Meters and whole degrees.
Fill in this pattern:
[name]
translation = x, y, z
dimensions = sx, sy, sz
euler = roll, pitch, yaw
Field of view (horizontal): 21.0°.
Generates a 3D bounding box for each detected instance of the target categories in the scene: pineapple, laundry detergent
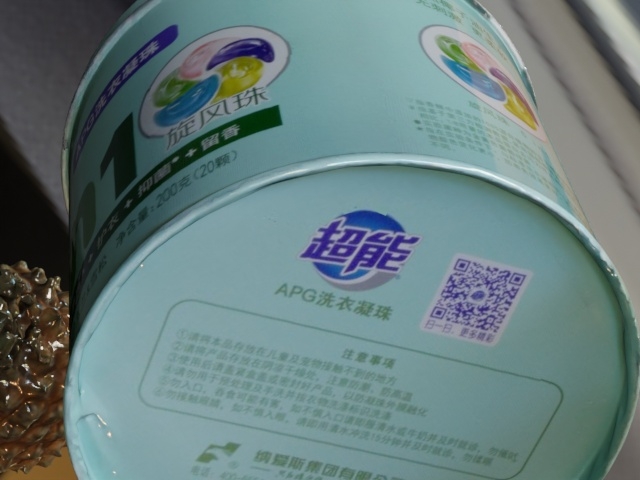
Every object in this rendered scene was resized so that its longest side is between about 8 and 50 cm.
[pineapple]
translation = -0.246, 0.081, 1.278
dimensions = 0.175, 0.175, 0.361
euler = -44, 175, -12
[laundry detergent]
translation = 0.000, 0.000, 0.957
dimensions = 0.287, 0.287, 0.305
euler = -43, -151, 19
